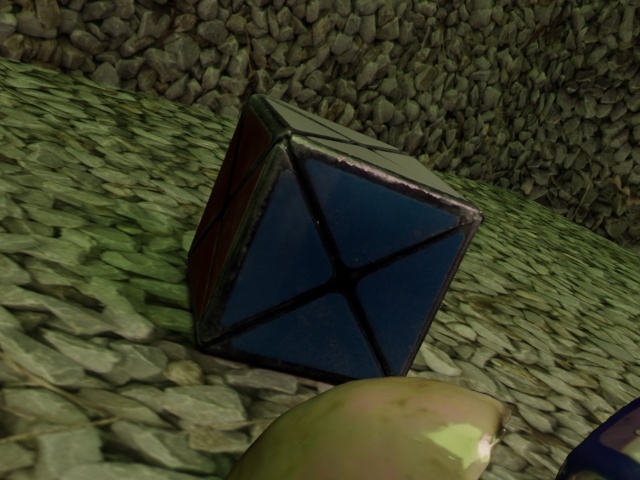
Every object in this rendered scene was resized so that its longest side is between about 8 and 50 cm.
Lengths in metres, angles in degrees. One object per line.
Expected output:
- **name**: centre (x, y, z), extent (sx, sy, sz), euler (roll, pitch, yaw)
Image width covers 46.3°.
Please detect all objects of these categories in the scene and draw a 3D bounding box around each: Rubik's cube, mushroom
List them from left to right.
- **Rubik's cube**: centre (0.000, 0.000, 0.900), extent (0.260, 0.259, 0.255), euler (21, 16, -19)
- **mushroom**: centre (0.036, 0.156, 0.574), extent (0.173, 0.162, 0.236), euler (27, 14, 13)

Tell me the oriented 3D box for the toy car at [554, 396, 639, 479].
- **toy car**: centre (0.317, 0.221, 0.662), extent (0.235, 0.157, 0.172), euler (-24, 36, -34)
